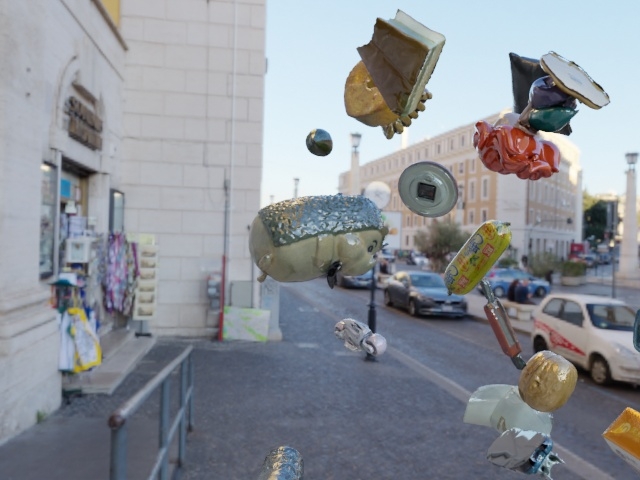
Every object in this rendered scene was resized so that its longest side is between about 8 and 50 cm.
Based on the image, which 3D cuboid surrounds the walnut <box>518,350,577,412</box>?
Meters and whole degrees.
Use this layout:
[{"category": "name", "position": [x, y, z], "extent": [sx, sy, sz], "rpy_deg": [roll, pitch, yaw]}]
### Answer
[{"category": "walnut", "position": [0.730, 0.458, 1.837], "extent": [0.165, 0.197, 0.165], "rpy_deg": [34, 10, -6]}]

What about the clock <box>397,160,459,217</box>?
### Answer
[{"category": "clock", "position": [0.421, -0.198, 2.222], "extent": [0.244, 0.244, 0.056], "rpy_deg": [2, 28, 30]}]

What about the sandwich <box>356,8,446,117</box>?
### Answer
[{"category": "sandwich", "position": [0.185, -0.443, 1.424], "extent": [0.186, 0.220, 0.108], "rpy_deg": [37, 51, 16]}]

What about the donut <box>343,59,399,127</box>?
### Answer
[{"category": "donut", "position": [0.201, -0.487, 1.796], "extent": [0.303, 0.303, 0.110], "rpy_deg": [2, -26, 48]}]

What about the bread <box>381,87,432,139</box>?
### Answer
[{"category": "bread", "position": [0.302, -0.461, 2.048], "extent": [0.081, 0.225, 0.134], "rpy_deg": [38, 11, -32]}]

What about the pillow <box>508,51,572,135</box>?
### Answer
[{"category": "pillow", "position": [0.600, -0.395, 1.550], "extent": [0.186, 0.106, 0.250], "rpy_deg": [27, -20, 34]}]

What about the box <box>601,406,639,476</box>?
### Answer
[{"category": "box", "position": [0.693, 0.451, 1.048], "extent": [0.221, 0.091, 0.274], "rpy_deg": [45, -4, -16]}]

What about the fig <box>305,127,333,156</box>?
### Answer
[{"category": "fig", "position": [-0.017, -0.390, 2.253], "extent": [0.117, 0.117, 0.177], "rpy_deg": [2, 8, 21]}]

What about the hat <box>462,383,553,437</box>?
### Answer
[{"category": "hat", "position": [0.684, 0.662, 2.105], "extent": [0.301, 0.257, 0.168], "rpy_deg": [5, 25, -1]}]

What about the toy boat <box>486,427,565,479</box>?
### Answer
[{"category": "toy boat", "position": [0.570, 0.609, 1.595], "extent": [0.092, 0.134, 0.299], "rpy_deg": [43, -13, 8]}]

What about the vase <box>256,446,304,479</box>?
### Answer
[{"category": "vase", "position": [-0.115, 0.624, 1.335], "extent": [0.251, 0.156, 0.301], "rpy_deg": [-37, 10, 14]}]

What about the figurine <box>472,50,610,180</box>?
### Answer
[{"category": "figurine", "position": [0.423, -0.223, 1.144], "extent": [0.181, 0.208, 0.257], "rpy_deg": [-15, -28, -41]}]

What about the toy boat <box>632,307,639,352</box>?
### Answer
[{"category": "toy boat", "position": [0.691, 0.172, 1.105], "extent": [0.133, 0.145, 0.332], "rpy_deg": [-19, -22, 3]}]

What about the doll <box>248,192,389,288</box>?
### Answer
[{"category": "doll", "position": [0.000, 0.000, 1.416], "extent": [0.350, 0.247, 0.247], "rpy_deg": [-15, 5, -15]}]

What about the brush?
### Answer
[{"category": "brush", "position": [0.575, 0.269, 1.817], "extent": [0.051, 0.323, 0.070], "rpy_deg": [-24, 6, -2]}]

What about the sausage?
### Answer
[{"category": "sausage", "position": [0.550, 0.064, 2.009], "extent": [0.123, 0.347, 0.123], "rpy_deg": [29, 21, -12]}]

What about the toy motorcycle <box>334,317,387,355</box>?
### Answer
[{"category": "toy motorcycle", "position": [0.131, 0.325, 1.964], "extent": [0.112, 0.112, 0.254], "rpy_deg": [1, 6, -34]}]
